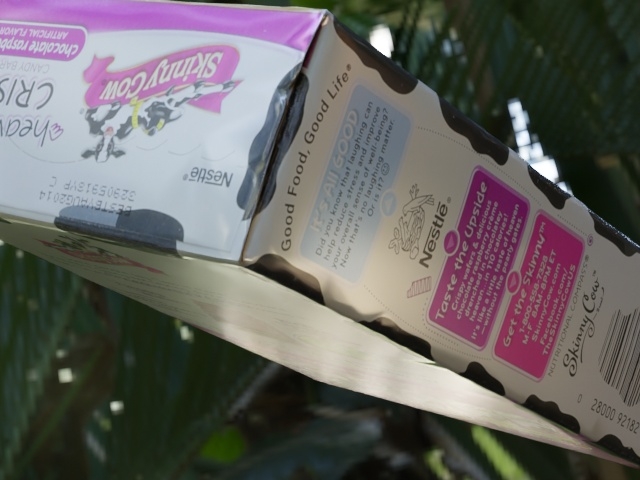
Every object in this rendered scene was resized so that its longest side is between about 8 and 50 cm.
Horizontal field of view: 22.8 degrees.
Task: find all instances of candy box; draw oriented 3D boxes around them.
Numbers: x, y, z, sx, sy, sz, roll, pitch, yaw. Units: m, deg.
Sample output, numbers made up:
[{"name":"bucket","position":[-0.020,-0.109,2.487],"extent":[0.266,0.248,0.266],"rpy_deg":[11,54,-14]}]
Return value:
[{"name":"candy box","position":[0.000,0.000,0.513],"extent":[0.159,0.071,0.233],"rpy_deg":[11,-11,40]}]
